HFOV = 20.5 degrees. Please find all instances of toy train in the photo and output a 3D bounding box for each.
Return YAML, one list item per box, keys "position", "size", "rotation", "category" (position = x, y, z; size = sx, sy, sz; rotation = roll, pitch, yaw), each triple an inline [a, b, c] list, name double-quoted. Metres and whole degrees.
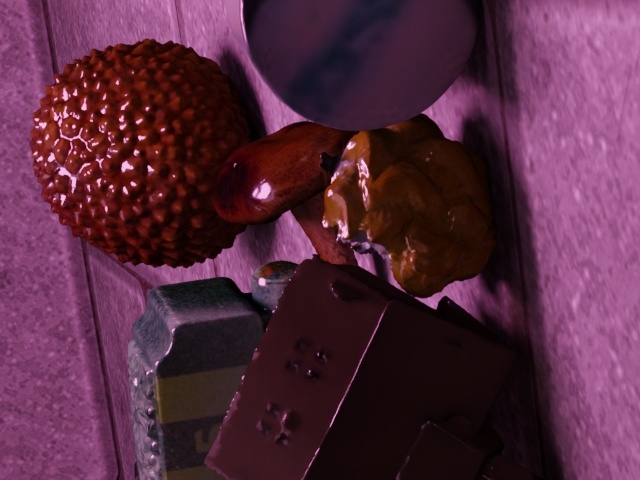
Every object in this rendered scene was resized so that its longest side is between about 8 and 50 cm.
- position: [-0.069, 0.172, 1.781]
  size: [0.167, 0.238, 0.299]
  rotation: [-137, 40, -68]
  category: "toy train"

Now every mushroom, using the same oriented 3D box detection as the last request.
- position: [0.000, 0.000, 1.678]
  size: [0.217, 0.148, 0.227]
  rotation: [65, 171, -11]
  category: "mushroom"

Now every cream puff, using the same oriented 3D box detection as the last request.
- position: [0.080, -0.027, 1.394]
  size: [0.121, 0.156, 0.156]
  rotation: [-54, 27, 4]
  category: "cream puff"

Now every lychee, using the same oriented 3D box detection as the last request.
- position: [-0.203, -0.096, 2.022]
  size: [0.267, 0.268, 0.267]
  rotation: [169, 90, -73]
  category: "lychee"

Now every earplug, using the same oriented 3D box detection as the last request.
- position: [-0.005, -0.202, 1.466]
  size: [0.324, 0.185, 0.185]
  rotation: [-141, 42, -73]
  category: "earplug"

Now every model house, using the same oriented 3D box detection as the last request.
- position: [0.077, 0.154, 1.426]
  size: [0.243, 0.204, 0.211]
  rotation: [29, 101, 20]
  category: "model house"

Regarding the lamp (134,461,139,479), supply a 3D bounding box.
- position: [-0.099, 0.343, 2.023]
  size: [0.205, 0.374, 0.272]
  rotation: [112, 176, -72]
  category: "lamp"
